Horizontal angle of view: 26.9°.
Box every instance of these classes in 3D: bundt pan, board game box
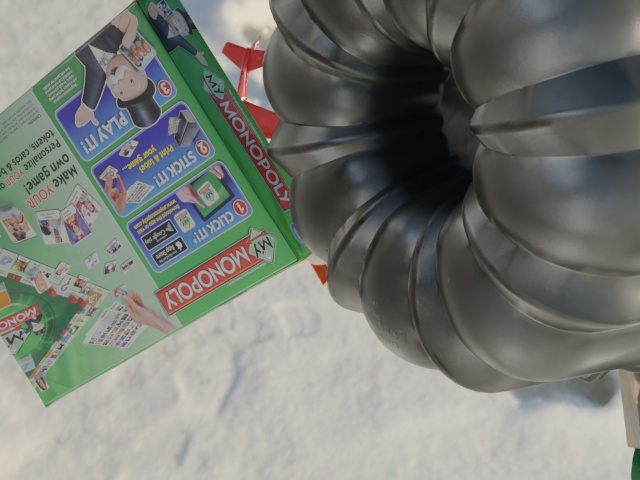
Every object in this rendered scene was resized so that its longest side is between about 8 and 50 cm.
[{"bbox_3d":[0.079,-0.067,0.720,0.124,0.331,0.331,-16,58,-34],"label":"bundt pan"},{"bbox_3d":[-0.167,-0.019,1.020,0.214,0.317,0.046,58,38,-4],"label":"board game box"}]

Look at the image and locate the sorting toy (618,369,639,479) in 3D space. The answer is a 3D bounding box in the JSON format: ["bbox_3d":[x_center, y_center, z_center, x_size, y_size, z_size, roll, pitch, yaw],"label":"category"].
[{"bbox_3d":[0.270,0.066,1.044,0.046,0.275,0.132,4,37,27],"label":"sorting toy"}]

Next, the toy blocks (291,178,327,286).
[{"bbox_3d":[0.000,0.000,1.157,0.054,0.123,0.148,-27,59,-11],"label":"toy blocks"}]

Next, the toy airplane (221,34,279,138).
[{"bbox_3d":[-0.092,-0.169,1.578,0.151,0.151,0.028,48,19,19],"label":"toy airplane"}]
